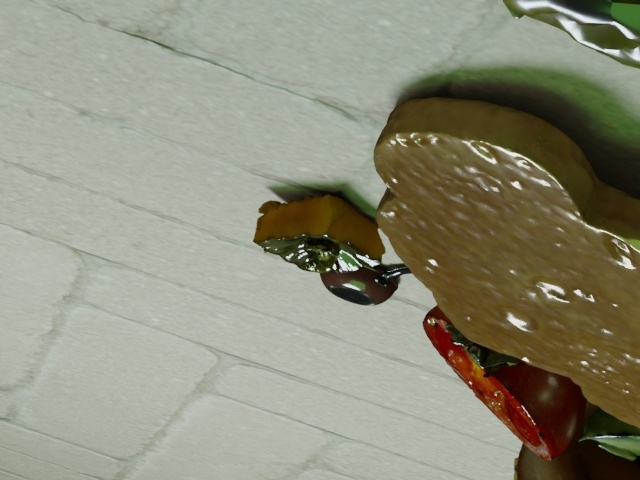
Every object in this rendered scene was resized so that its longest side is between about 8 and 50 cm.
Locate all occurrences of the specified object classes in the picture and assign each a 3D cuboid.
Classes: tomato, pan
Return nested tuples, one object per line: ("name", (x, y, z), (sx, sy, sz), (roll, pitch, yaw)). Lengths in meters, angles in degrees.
("tomato", (0.161, 0.092, 1.539), (0.159, 0.091, 0.139), (41, 168, 33))
("pan", (0.044, 0.034, 1.567), (0.068, 0.023, 0.115), (32, 156, -34))

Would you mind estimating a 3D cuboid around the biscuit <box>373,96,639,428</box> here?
("biscuit", (0.174, 0.023, 1.325), (0.269, 0.051, 0.376), (12, 152, 40))

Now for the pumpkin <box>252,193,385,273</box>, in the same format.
("pumpkin", (0.000, 0.000, 1.471), (0.083, 0.054, 0.074), (-7, 154, 39))

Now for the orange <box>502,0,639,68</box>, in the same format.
("orange", (0.186, -0.162, 0.573), (0.368, 0.271, 0.210), (7, 169, 17))

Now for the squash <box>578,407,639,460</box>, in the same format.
("squash", (0.355, 0.173, 1.564), (0.252, 0.093, 0.169), (0, 143, 25))

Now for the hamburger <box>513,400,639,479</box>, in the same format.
("hamburger", (0.270, 0.224, 1.613), (0.236, 0.237, 0.147), (18, 136, -2))
